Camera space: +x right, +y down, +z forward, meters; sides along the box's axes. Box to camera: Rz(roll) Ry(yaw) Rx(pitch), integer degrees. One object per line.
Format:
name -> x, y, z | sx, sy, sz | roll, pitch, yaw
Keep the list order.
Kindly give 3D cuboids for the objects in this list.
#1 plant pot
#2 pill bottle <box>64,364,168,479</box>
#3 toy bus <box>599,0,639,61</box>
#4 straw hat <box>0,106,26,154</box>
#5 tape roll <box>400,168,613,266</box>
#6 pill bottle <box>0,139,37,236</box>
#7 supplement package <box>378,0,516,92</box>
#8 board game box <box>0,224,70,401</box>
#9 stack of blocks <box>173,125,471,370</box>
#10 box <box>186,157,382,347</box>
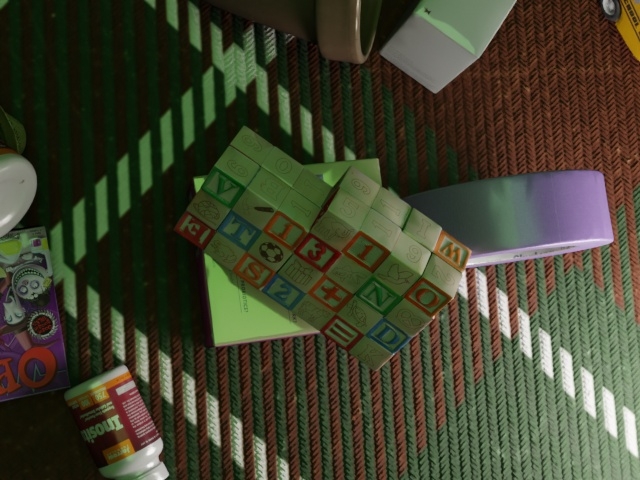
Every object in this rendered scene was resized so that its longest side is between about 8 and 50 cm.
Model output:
plant pot -> -0.036, -0.373, 1.335 | 0.229, 0.263, 0.263 | 10, 81, 9
pill bottle -> -0.250, 0.238, 1.281 | 0.086, 0.086, 0.152 | -26, 89, -13
toy bus -> 0.448, -0.425, 1.477 | 0.108, 0.130, 0.332 | -25, 89, -13
straw hat -> -0.408, -0.131, 1.302 | 0.061, 0.144, 0.144 | -29, 90, -52
tape roll -> 0.226, -0.020, 1.310 | 0.275, 0.275, 0.090 | -6, 85, -12
pill bottle -> -0.456, -0.100, 1.230 | 0.221, 0.121, 0.121 | 34, 77, 18
supplement package -> 0.166, -0.286, 1.378 | 0.105, 0.179, 0.105 | 35, 79, -5
board game box -> -0.488, 0.108, 1.225 | 0.347, 0.056, 0.208 | -10, 98, -23
stack of blocks -> 0.000, 0.000, 1.187 | 0.297, 0.171, 0.087 | 35, 44, -5
box -> -0.038, 0.018, 1.334 | 0.243, 0.117, 0.213 | -7, 85, -11
